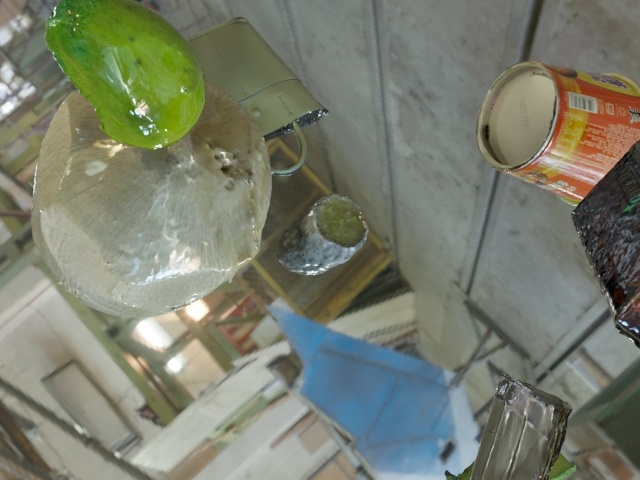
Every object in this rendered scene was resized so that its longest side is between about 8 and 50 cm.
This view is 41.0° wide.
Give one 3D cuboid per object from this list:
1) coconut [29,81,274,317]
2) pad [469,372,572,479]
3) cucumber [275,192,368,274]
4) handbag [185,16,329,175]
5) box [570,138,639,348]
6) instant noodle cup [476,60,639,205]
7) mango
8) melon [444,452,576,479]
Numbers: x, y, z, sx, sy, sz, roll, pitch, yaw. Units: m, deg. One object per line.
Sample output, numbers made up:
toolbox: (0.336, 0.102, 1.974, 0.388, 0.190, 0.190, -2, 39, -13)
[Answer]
coconut: (-0.240, -0.064, 1.217, 0.346, 0.346, 0.360, 49, 157, -5)
pad: (0.221, 0.251, 0.988, 0.022, 0.174, 0.233, 17, 178, -3)
cucumber: (0.001, -0.001, 0.843, 0.064, 0.064, 0.112, 49, 150, -2)
handbag: (-0.130, -0.225, 1.473, 0.315, 0.241, 0.109, 55, 160, 15)
box: (0.431, -0.091, 0.806, 0.116, 0.415, 0.264, 35, -155, -11)
instant noodle cup: (0.347, -0.166, 1.261, 0.174, 0.213, 0.213, 10, -164, -31)
mango: (-0.176, -0.163, 0.802, 0.178, 0.100, 0.119, 42, -137, -44)
melon: (0.339, 0.403, 1.523, 0.053, 0.262, 0.114, 143, 120, -60)
